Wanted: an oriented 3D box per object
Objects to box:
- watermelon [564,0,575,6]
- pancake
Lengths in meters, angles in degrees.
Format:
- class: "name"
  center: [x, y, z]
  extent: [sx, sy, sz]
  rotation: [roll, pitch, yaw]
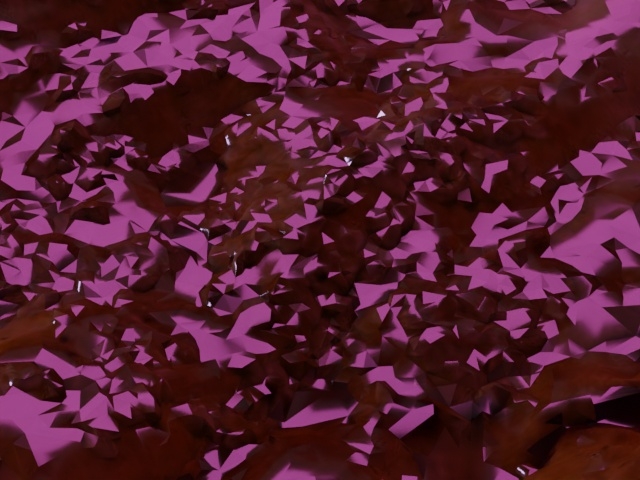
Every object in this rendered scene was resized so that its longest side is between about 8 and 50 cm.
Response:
- class: "watermelon"
  center: [0.050, 0.062, 0.717]
  extent: [0.283, 0.292, 0.250]
  rotation: [25, -26, 23]
- class: "pancake"
  center: [0.000, 0.001, 0.532]
  extent: [0.382, 0.071, 0.382]
  rotation: [-1, 44, 1]
